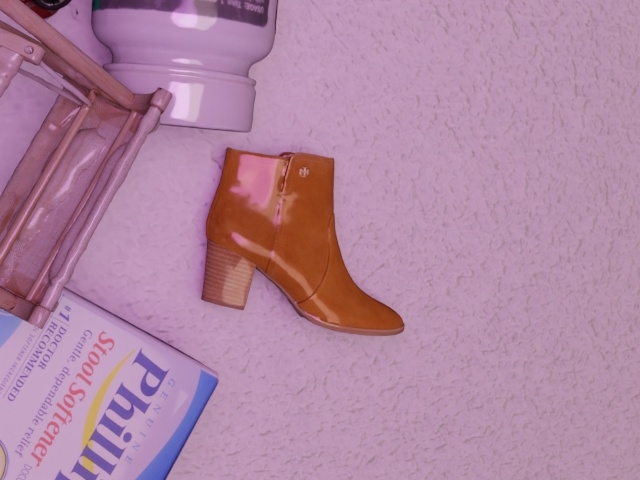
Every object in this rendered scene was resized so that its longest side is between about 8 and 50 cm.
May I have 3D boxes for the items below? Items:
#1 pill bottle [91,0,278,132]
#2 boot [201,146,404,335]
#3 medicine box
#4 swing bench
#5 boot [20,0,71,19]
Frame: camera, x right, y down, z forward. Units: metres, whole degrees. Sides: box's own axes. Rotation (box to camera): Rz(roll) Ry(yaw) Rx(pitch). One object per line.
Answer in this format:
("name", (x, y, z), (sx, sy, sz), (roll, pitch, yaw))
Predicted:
("pill bottle", (-0.144, -0.306, 1.097), (0.204, 0.204, 0.361), (3, 96, -26))
("boot", (-0.001, 0.000, 1.265), (0.295, 0.104, 0.211), (14, 92, -22))
("medicine box", (-0.309, 0.190, 1.106), (0.289, 0.149, 0.263), (32, 80, -21))
("swing bench", (-0.319, -0.089, 0.939), (0.254, 0.165, 0.253), (34, 76, -26))
("boot", (-0.280, -0.359, 1.041), (0.088, 0.176, 0.244), (3, 95, -24))
